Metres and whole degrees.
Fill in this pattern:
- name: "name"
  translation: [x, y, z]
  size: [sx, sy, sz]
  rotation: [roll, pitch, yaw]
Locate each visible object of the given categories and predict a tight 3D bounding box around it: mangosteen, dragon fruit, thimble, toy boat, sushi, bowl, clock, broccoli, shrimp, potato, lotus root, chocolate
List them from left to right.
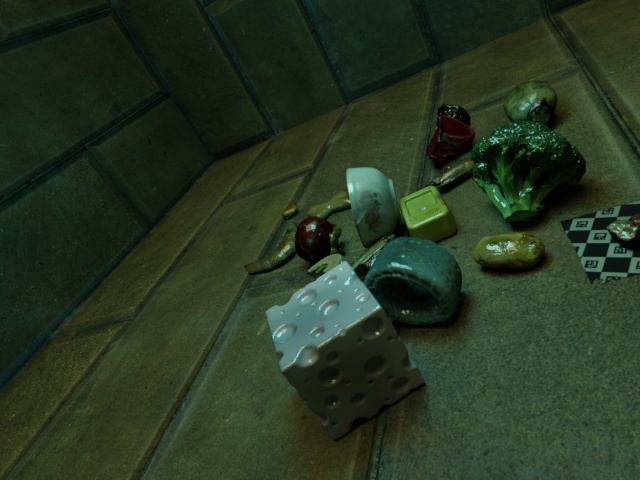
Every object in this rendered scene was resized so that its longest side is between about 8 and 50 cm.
- name: "shrimp"
  translation: [-0.175, 0.049, 1.800]
  size: [0.287, 0.068, 0.185]
  rotation: [-44, 24, -4]
- name: "mangosteen"
  translation: [0.000, 0.000, 1.591]
  size: [0.180, 0.166, 0.166]
  rotation: [12, 41, 13]
- name: "toy boat"
  translation: [0.161, 0.069, 1.390]
  size: [0.226, 0.068, 0.088]
  rotation: [-40, 31, -16]
- name: "bowl"
  translation: [0.184, -0.120, 1.492]
  size: [0.145, 0.277, 0.277]
  rotation: [-12, 30, 9]
- name: "thimble"
  translation: [0.238, 0.105, 1.115]
  size: [0.235, 0.198, 0.143]
  rotation: [26, 49, 14]
- name: "clock"
  translation: [0.339, -0.079, 1.431]
  size: [0.143, 0.096, 0.202]
  rotation: [-22, 29, 12]
- name: "dragon fruit"
  translation: [0.497, -0.381, 1.724]
  size: [0.189, 0.163, 0.262]
  rotation: [-4, 27, 21]
- name: "chocolate"
  translation: [0.539, -0.465, 1.869]
  size: [0.156, 0.156, 0.133]
  rotation: [4, 60, 49]
- name: "shrimp"
  translation: [0.471, -0.250, 1.624]
  size: [0.287, 0.063, 0.152]
  rotation: [-31, 24, -7]
- name: "potato"
  translation: [0.474, 0.025, 1.131]
  size: [0.170, 0.080, 0.107]
  rotation: [-6, 23, 43]
- name: "broccoli"
  translation: [0.567, -0.192, 1.244]
  size: [0.307, 0.307, 0.275]
  rotation: [-11, 67, 34]
- name: "lotus root"
  translation: [0.773, -0.508, 1.672]
  size: [0.173, 0.173, 0.309]
  rotation: [-21, 21, 19]
- name: "sushi"
  translation: [0.721, -0.035, 1.008]
  size: [0.289, 0.050, 0.264]
  rotation: [-19, 29, 24]

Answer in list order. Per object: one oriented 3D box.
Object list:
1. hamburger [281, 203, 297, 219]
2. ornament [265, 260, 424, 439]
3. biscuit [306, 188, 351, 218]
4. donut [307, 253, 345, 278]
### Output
- name: "hamburger"
  translation: [-0.143, -0.134, 2.084]
  size: [0.083, 0.044, 0.076]
  rotation: [-29, 27, -3]
- name: "ornament"
  translation: [0.047, 0.240, 1.024]
  size: [0.239, 0.240, 0.239]
  rotation: [-32, 25, -2]
- name: "biscuit"
  translation: [0.038, -0.142, 1.908]
  size: [0.207, 0.047, 0.164]
  rotation: [-28, 27, 4]
- name: "donut"
  translation: [0.037, 0.096, 1.462]
  size: [0.108, 0.065, 0.166]
  rotation: [-40, 17, -22]
